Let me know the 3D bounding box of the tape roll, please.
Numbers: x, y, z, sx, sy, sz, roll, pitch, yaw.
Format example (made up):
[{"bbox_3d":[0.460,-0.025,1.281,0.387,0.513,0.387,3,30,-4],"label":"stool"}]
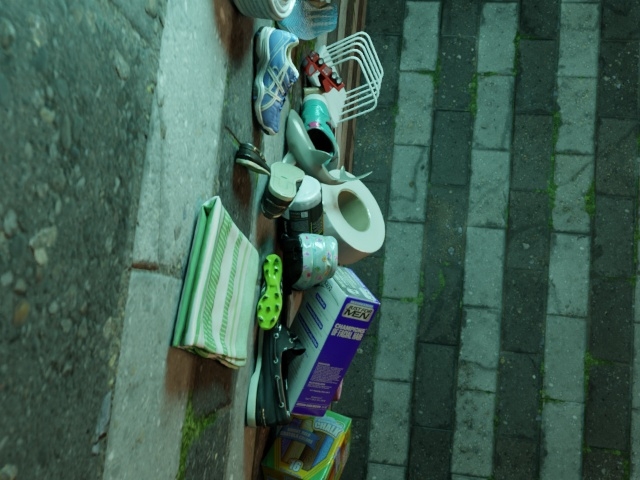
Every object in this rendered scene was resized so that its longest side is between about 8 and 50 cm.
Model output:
[{"bbox_3d":[0.072,-0.073,1.600,0.286,0.100,0.287,28,47,-34],"label":"tape roll"}]

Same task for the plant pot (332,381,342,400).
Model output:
[{"bbox_3d":[-0.021,0.374,1.564,0.201,0.180,0.202,4,90,-82],"label":"plant pot"}]

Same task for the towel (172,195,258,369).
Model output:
[{"bbox_3d":[-0.163,0.088,0.899,0.325,0.038,0.248,70,25,-71],"label":"towel"}]

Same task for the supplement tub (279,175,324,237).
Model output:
[{"bbox_3d":[-0.050,-0.063,1.340,0.117,0.116,0.191,-77,169,-47],"label":"supplement tub"}]

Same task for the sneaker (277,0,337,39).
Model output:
[{"bbox_3d":[-0.047,-0.530,1.235,0.228,0.092,0.088,-36,135,-54],"label":"sneaker"}]

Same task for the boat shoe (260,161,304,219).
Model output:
[{"bbox_3d":[-0.092,-0.124,1.205,0.233,0.083,0.079,-77,-169,-63],"label":"boat shoe"}]

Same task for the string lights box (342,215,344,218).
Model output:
[{"bbox_3d":[0.000,0.000,1.666,0.077,0.133,0.260,94,6,-48],"label":"string lights box"}]

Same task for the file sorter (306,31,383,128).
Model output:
[{"bbox_3d":[0.091,-0.531,1.677,0.193,0.172,0.278,60,26,-29],"label":"file sorter"}]

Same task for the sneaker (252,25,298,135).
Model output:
[{"bbox_3d":[-0.089,-0.316,1.040,0.080,0.081,0.212,-69,164,-69],"label":"sneaker"}]

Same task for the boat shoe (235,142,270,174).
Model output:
[{"bbox_3d":[-0.124,-0.154,0.996,0.133,0.048,0.042,27,76,-77],"label":"boat shoe"}]

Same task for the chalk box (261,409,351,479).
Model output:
[{"bbox_3d":[-0.019,0.595,1.478,0.289,0.179,0.180,-53,150,-46],"label":"chalk box"}]

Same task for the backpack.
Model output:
[{"bbox_3d":[-0.031,0.044,1.226,0.182,0.115,0.152,145,-62,-70],"label":"backpack"}]

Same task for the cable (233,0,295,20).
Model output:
[{"bbox_3d":[-0.095,-0.508,0.866,0.257,0.089,0.257,-71,164,-58],"label":"cable"}]

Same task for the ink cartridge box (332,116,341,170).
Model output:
[{"bbox_3d":[0.040,-0.398,1.967,0.261,0.066,0.297,-67,161,-68],"label":"ink cartridge box"}]

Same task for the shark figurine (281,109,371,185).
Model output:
[{"bbox_3d":[0.010,-0.203,1.354,0.278,0.116,0.166,38,59,-32],"label":"shark figurine"}]

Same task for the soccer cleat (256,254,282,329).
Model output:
[{"bbox_3d":[-0.113,0.122,1.210,0.072,0.060,0.179,75,18,-71],"label":"soccer cleat"}]

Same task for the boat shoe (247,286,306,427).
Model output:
[{"bbox_3d":[-0.093,0.273,1.235,0.127,0.112,0.341,77,19,-62],"label":"boat shoe"}]

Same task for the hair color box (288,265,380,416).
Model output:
[{"bbox_3d":[0.004,0.247,1.300,0.339,0.110,0.185,-67,-152,16],"label":"hair color box"}]

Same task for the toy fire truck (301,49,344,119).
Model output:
[{"bbox_3d":[-0.005,-0.449,1.522,0.192,0.135,0.047,34,19,-42],"label":"toy fire truck"}]

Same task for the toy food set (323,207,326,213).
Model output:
[{"bbox_3d":[-0.046,-0.028,1.478,0.132,0.038,0.192,44,-51,46],"label":"toy food set"}]

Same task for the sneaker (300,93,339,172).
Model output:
[{"bbox_3d":[0.000,-0.264,1.539,0.296,0.123,0.179,73,16,-49],"label":"sneaker"}]
